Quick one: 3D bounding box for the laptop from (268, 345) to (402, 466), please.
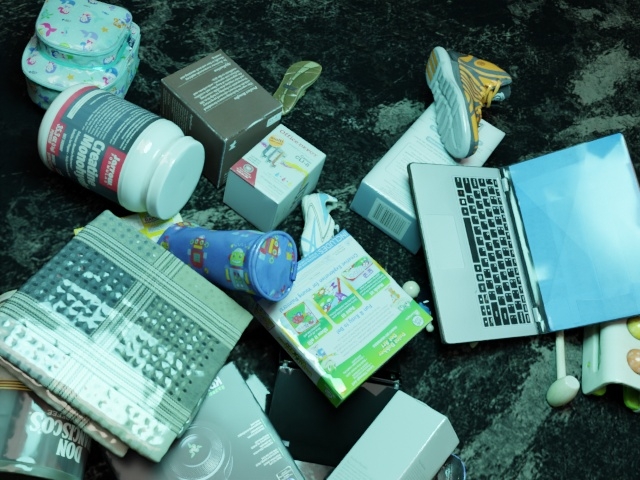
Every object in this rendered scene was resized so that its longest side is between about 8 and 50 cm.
[{"bbox_3d":[0.023,0.273,1.249,0.234,0.137,0.264,12,31,-8],"label":"laptop"}]

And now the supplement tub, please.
[{"bbox_3d":[-0.388,-0.173,1.295,0.272,0.191,0.191,26,56,8],"label":"supplement tub"}]

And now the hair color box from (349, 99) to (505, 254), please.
[{"bbox_3d":[0.251,-0.163,1.521,0.185,0.114,0.374,36,57,8],"label":"hair color box"}]

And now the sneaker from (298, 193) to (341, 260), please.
[{"bbox_3d":[0.000,0.000,1.365,0.086,0.085,0.237,-2,57,5],"label":"sneaker"}]

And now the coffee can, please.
[{"bbox_3d":[-0.443,0.242,1.028,0.201,0.202,0.276,9,57,-10],"label":"coffee can"}]

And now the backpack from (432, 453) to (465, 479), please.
[{"bbox_3d":[0.194,0.428,1.155,0.104,0.084,0.114,20,61,-3],"label":"backpack"}]

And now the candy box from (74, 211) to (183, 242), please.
[{"bbox_3d":[-0.367,-0.002,1.304,0.205,0.027,0.105,-17,62,-24],"label":"candy box"}]

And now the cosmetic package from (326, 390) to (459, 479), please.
[{"bbox_3d":[0.115,0.380,1.108,0.231,0.086,0.117,-44,38,-19],"label":"cosmetic package"}]

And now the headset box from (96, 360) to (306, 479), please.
[{"bbox_3d":[-0.177,0.385,1.049,0.246,0.131,0.283,-26,69,-23],"label":"headset box"}]

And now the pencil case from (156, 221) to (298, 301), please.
[{"bbox_3d":[-0.171,0.033,1.195,0.133,0.306,0.120,13,85,-47],"label":"pencil case"}]

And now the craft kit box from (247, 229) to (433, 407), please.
[{"bbox_3d":[0.038,0.134,1.220,0.249,0.061,0.246,-34,69,-30],"label":"craft kit box"}]

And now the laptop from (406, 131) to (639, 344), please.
[{"bbox_3d":[0.433,-0.013,1.331,0.407,0.236,0.382,0,72,-29],"label":"laptop"}]

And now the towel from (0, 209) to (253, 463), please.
[{"bbox_3d":[-0.300,0.142,1.023,0.324,0.056,0.312,37,46,-5],"label":"towel"}]

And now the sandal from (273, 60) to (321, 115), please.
[{"bbox_3d":[-0.063,-0.368,1.607,0.072,0.049,0.180,28,70,10],"label":"sandal"}]

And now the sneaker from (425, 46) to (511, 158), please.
[{"bbox_3d":[0.359,-0.320,1.505,0.179,0.125,0.321,3,58,-12],"label":"sneaker"}]

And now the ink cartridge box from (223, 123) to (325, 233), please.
[{"bbox_3d":[-0.096,-0.130,1.397,0.128,0.127,0.176,36,56,9],"label":"ink cartridge box"}]

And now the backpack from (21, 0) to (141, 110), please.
[{"bbox_3d":[-0.515,-0.392,1.421,0.225,0.191,0.254,14,61,-7],"label":"backpack"}]

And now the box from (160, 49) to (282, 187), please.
[{"bbox_3d":[-0.219,-0.262,1.422,0.203,0.167,0.168,44,58,13],"label":"box"}]

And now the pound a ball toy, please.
[{"bbox_3d":[0.600,0.207,1.372,0.208,0.136,0.319,20,55,-2],"label":"pound a ball toy"}]

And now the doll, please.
[{"bbox_3d":[0.252,0.145,1.370,0.189,0.046,0.129,34,56,7],"label":"doll"}]
